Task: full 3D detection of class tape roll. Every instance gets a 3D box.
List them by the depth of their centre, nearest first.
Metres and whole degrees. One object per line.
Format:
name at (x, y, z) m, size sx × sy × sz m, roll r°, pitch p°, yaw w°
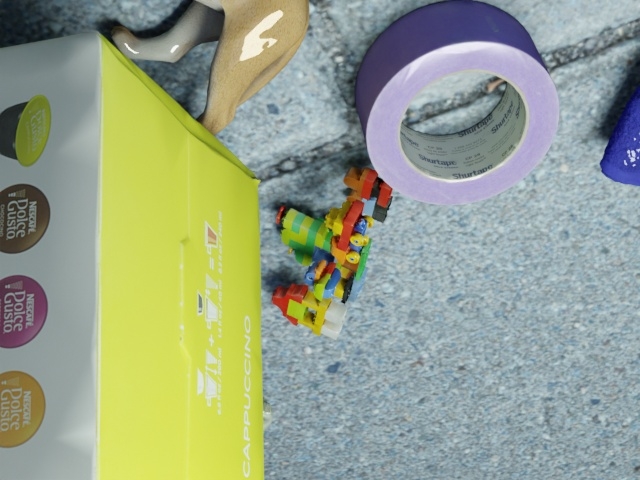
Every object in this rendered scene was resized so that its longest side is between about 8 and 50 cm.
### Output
tape roll at (0.131, -0.132, 1.167) m, size 0.189 × 0.080 × 0.189 m, roll -4°, pitch 131°, yaw -5°

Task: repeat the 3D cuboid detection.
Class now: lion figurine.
lion figurine at (-0.101, -0.250, 1.017) m, size 0.240 × 0.142 × 0.392 m, roll -29°, pitch 142°, yaw 6°

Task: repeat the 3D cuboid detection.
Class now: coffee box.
coffee box at (-0.252, 0.070, 0.988) m, size 0.334 × 0.338 × 0.338 m, roll -7°, pitch 163°, yaw 15°

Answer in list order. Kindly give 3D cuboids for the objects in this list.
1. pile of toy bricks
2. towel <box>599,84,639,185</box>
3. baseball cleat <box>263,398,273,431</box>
pile of toy bricks at (0.000, 0.000, 1.258) m, size 0.105 × 0.118 × 0.212 m, roll 24°, pitch 145°, yaw 8°
towel at (0.425, -0.184, 1.180) m, size 0.227 × 0.076 × 0.308 m, roll 4°, pitch 129°, yaw -21°
baseball cleat at (-0.159, 0.203, 1.407) m, size 0.206 × 0.072 × 0.109 m, roll 24°, pitch 126°, yaw -23°
